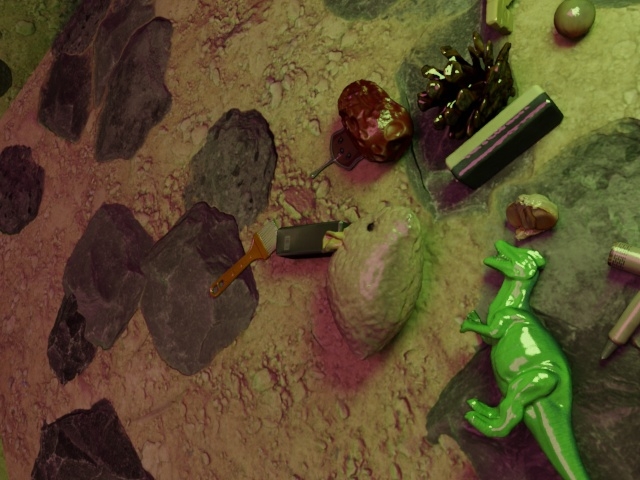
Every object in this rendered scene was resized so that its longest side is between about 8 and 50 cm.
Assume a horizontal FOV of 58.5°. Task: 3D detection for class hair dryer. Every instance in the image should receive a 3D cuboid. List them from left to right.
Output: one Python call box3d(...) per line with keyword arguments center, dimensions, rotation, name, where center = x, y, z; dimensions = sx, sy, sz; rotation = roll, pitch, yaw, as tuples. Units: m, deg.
box3d(center=(0.598, 0.134, 1.033), dimensions=(0.195, 0.053, 0.221), rotation=(23, 94, 36), name="hair dryer")

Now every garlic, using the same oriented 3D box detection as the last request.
box3d(center=(0.435, -0.060, 1.179), dimensions=(0.113, 0.094, 0.074), rotation=(-2, 38, 41), name="garlic")

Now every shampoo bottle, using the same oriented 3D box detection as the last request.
box3d(center=(0.000, 0.000, 1.477), dimensions=(0.246, 0.079, 0.080), rotation=(-5, 78, 35), name="shampoo bottle")

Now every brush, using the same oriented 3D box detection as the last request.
box3d(center=(-0.226, 0.066, 1.667), dimensions=(0.314, 0.017, 0.090), rotation=(-42, 59, 22), name="brush")

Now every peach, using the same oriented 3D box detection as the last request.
box3d(center=(0.531, -0.465, 1.197), dimensions=(0.083, 0.083, 0.083), rotation=(-9, 75, 34), name="peach")

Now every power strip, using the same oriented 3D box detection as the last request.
box3d(center=(0.387, -0.214, 1.228), dimensions=(0.256, 0.105, 0.070), rotation=(-42, 58, 21), name="power strip")

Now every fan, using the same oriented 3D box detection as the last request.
box3d(center=(0.052, -0.236, 1.536), dimensions=(0.220, 0.009, 0.132), rotation=(-38, 58, 22), name="fan")

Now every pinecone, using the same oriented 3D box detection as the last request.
box3d(center=(0.314, -0.335, 1.248), dimensions=(0.201, 0.202, 0.229), rotation=(28, 109, 41), name="pinecone")

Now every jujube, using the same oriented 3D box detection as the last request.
box3d(center=(0.131, -0.298, 1.411), dimensions=(0.155, 0.155, 0.230), rotation=(-44, 50, 20), name="jujube")

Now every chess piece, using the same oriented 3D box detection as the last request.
box3d(center=(0.411, -0.572, 1.300), dimensions=(0.090, 0.090, 0.201), rotation=(0, 80, 36), name="chess piece")

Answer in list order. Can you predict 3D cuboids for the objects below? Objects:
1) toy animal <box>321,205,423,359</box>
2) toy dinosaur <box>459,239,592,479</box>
box3d(center=(0.117, 0.093, 1.307), dimensions=(0.226, 0.188, 0.359), rotation=(16, 91, 46), name="toy animal")
box3d(center=(0.470, 0.254, 1.081), dimensions=(0.499, 0.144, 0.375), rotation=(30, 86, 33), name="toy dinosaur")
